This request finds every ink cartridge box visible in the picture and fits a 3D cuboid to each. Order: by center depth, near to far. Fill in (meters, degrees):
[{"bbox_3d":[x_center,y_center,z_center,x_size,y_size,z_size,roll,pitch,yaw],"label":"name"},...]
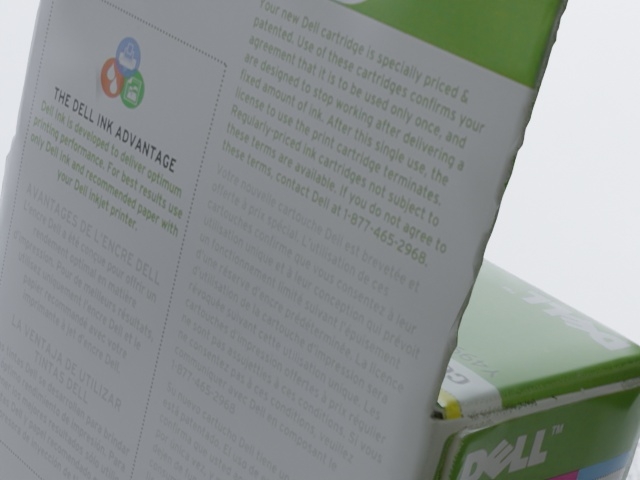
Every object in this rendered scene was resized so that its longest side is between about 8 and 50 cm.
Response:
[{"bbox_3d":[0.000,0.000,0.418,0.097,0.189,0.255,-5,-63,-44],"label":"ink cartridge box"}]
